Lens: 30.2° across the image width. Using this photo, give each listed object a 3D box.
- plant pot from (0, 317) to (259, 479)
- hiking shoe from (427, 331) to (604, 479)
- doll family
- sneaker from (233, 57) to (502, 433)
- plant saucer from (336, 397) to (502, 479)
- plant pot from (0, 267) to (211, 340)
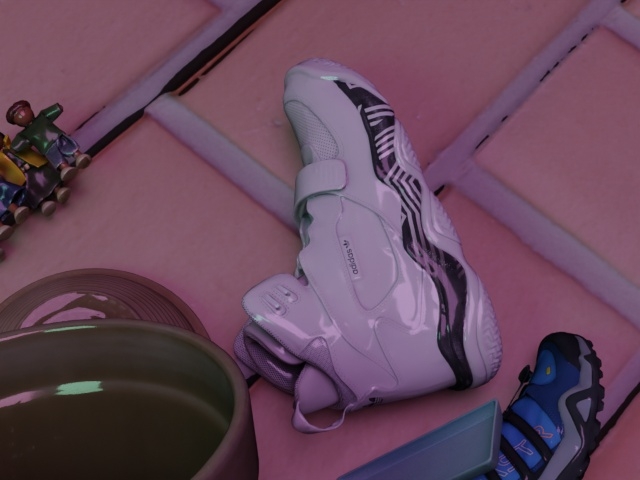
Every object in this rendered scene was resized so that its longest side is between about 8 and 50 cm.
[{"bbox_3d":[-0.188,0.251,0.850,0.323,0.280,0.323,-7,25,3],"label":"plant pot"},{"bbox_3d":[0.160,0.186,1.013,0.132,0.113,0.304,17,48,9],"label":"hiking shoe"},{"bbox_3d":[-0.315,-0.054,1.141,0.111,0.076,0.193,41,70,11],"label":"doll family"},{"bbox_3d":[0.000,0.000,1.099,0.210,0.137,0.366,-21,70,-17],"label":"sneaker"},{"bbox_3d":[0.078,0.196,0.991,0.018,0.192,0.067,41,38,-21],"label":"plant saucer"},{"bbox_3d":[-0.206,0.117,1.041,0.237,0.110,0.237,2,62,-4],"label":"plant pot"}]
